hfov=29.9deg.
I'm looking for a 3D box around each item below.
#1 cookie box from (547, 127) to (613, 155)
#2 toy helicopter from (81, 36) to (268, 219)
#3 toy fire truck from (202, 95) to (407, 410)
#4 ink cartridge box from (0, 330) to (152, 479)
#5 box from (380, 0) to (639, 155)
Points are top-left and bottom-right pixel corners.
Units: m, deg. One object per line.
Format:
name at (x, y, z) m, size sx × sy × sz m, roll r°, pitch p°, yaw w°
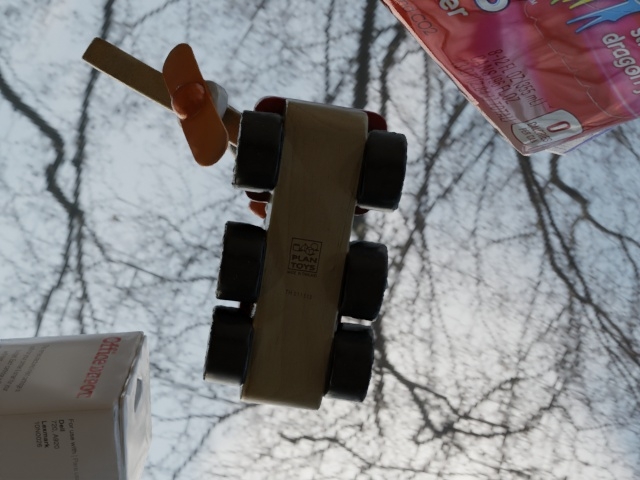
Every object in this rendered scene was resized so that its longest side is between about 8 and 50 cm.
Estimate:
cookie box at (0.144, -0.103, 0.643) m, size 0.107 × 0.040 × 0.091 m, roll 145°, pitch -40°, yaw -74°
toy helicopter at (-0.138, -0.143, 1.350) m, size 0.355 × 0.235 × 0.140 m, roll 30°, pitch -87°, yaw 22°
toy fire truck at (0.000, 0.000, 0.940) m, size 0.246 × 0.159 × 0.217 m, roll -117°, pitch -144°, yaw -79°
ink cartridge box at (-0.295, 0.167, 1.047) m, size 0.278 × 0.201 × 0.117 m, roll -3°, pitch -76°, yaw -1°
box at (0.049, -0.146, 0.296) m, size 0.128 × 0.257 × 0.122 m, roll -18°, pitch -126°, yaw 30°
